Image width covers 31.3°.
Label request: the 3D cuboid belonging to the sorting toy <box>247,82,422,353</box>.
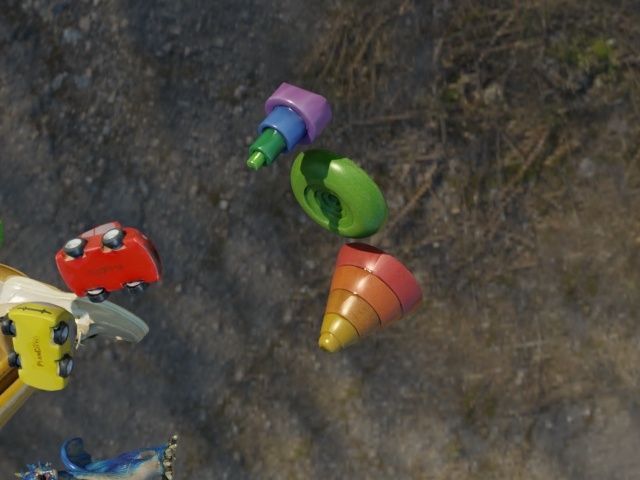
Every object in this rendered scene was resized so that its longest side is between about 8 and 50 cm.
[{"bbox_3d":[0.000,0.000,1.288,0.127,0.126,0.365,15,144,37],"label":"sorting toy"}]

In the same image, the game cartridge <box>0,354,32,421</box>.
[{"bbox_3d":[-0.450,0.269,1.311,0.053,0.285,0.324,43,114,-5],"label":"game cartridge"}]

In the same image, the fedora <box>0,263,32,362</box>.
[{"bbox_3d":[-0.440,0.119,1.505,0.195,0.079,0.194,4,122,6],"label":"fedora"}]

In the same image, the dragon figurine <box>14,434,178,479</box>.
[{"bbox_3d":[-0.215,0.240,1.133,0.144,0.289,0.085,0,88,-4],"label":"dragon figurine"}]

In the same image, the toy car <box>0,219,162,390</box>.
[{"bbox_3d":[-0.280,0.015,1.055,0.225,0.053,0.239,36,126,-11],"label":"toy car"}]

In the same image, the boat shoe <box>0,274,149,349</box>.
[{"bbox_3d":[-0.272,0.090,1.242,0.170,0.059,0.063,14,154,10],"label":"boat shoe"}]
